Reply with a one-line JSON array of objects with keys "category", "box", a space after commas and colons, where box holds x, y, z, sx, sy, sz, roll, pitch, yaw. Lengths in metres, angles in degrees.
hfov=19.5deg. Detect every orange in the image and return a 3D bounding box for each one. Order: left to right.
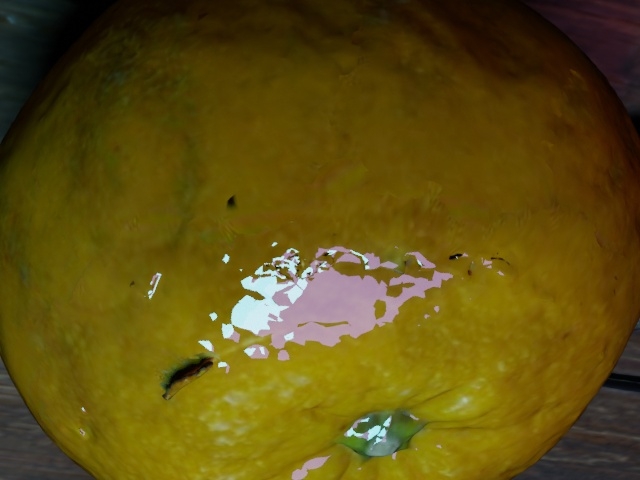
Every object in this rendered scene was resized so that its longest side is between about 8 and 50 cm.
[{"category": "orange", "box": [0.000, 0.000, 0.790, 0.284, 0.226, 0.284, -10, 147, -6]}]

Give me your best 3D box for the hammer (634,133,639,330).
[{"category": "hammer", "box": [0.254, -0.125, 0.855, 0.242, 0.095, 0.408, -9, 136, -8]}]
